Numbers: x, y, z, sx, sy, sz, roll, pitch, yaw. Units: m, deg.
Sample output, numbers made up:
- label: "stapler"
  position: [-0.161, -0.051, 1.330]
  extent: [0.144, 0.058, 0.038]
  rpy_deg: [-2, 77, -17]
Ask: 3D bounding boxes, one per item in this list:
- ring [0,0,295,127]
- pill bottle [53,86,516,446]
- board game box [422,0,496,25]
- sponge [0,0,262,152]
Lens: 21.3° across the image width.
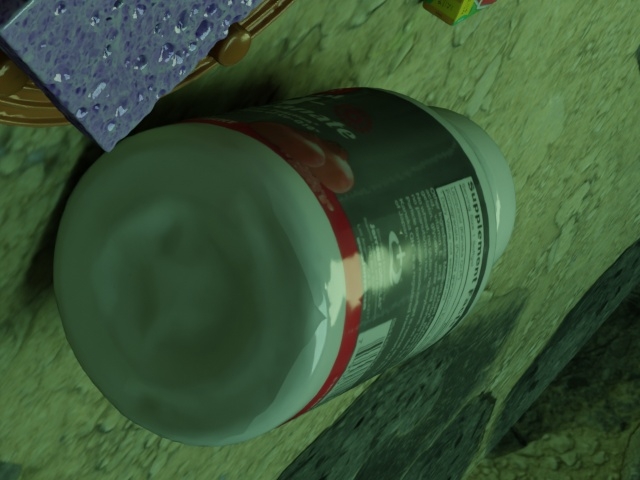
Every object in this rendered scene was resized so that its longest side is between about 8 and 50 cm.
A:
- label: "ring"
  position: [-0.049, -0.183, 0.716]
  extent: [0.336, 0.032, 0.336]
  rpy_deg: [-36, 152, -23]
- label: "pill bottle"
  position: [0.000, 0.000, 1.028]
  extent: [0.318, 0.176, 0.176]
  rpy_deg: [-20, 143, -60]
- label: "board game box"
  position: [0.152, -0.271, 1.137]
  extent: [0.124, 0.039, 0.259]
  rpy_deg: [-34, 152, -47]
- label: "sponge"
  position: [-0.045, -0.138, 0.712]
  extent: [0.210, 0.031, 0.117]
  rpy_deg: [-45, 154, -7]
